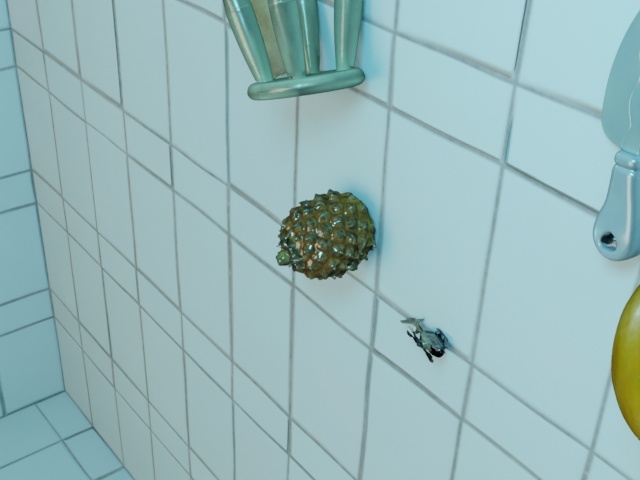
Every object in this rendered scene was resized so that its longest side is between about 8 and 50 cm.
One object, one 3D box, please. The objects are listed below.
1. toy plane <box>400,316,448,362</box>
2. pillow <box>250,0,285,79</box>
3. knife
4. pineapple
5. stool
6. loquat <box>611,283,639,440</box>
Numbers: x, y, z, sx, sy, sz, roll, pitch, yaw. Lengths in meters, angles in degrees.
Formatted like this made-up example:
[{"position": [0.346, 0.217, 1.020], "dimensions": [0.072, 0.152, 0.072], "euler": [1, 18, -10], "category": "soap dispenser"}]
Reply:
[{"position": [0.182, 0.168, 1.556], "dimensions": [0.120, 0.049, 0.031], "euler": [-124, 31, -52], "category": "toy plane"}, {"position": [-0.093, -0.413, 1.635], "dimensions": [0.148, 0.050, 0.229], "euler": [-15, 98, 62], "category": "pillow"}, {"position": [0.378, -0.135, 1.113], "dimensions": [0.080, 0.044, 0.331], "euler": [28, 124, 55], "category": "knife"}, {"position": [0.000, 0.000, 1.595], "dimensions": [0.166, 0.193, 0.166], "euler": [40, 145, 36], "category": "pineapple"}, {"position": [-0.033, -0.337, 1.462], "dimensions": [0.195, 0.195, 0.198], "euler": [12, 113, 54], "category": "stool"}, {"position": [0.442, 0.134, 0.960], "dimensions": [0.263, 0.263, 0.263], "euler": [32, 132, 44], "category": "loquat"}]
